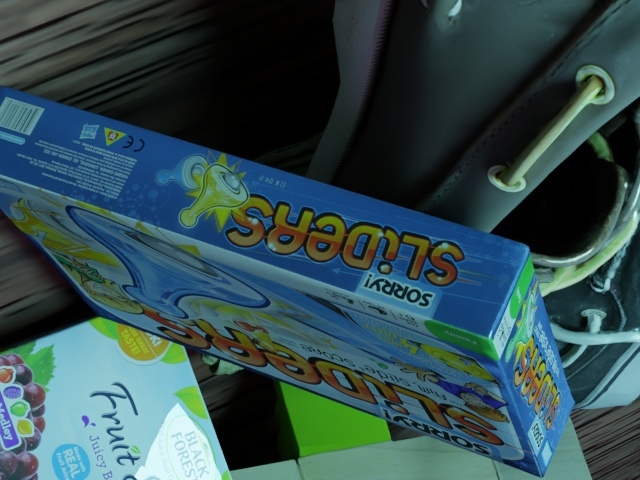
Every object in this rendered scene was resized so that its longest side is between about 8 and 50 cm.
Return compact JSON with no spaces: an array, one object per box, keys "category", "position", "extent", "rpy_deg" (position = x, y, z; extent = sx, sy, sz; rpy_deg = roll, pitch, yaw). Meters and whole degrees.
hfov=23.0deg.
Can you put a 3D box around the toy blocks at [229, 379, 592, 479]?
[{"category":"toy blocks","position":[-0.024,0.208,0.835],"extent":[0.381,0.191,0.261],"rpy_deg":[-8,153,-17]}]

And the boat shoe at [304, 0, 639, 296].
[{"category":"boat shoe","position":[0.065,-0.031,0.558],"extent":[0.116,0.097,0.324],"rpy_deg":[-37,164,-17]}]

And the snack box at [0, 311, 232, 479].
[{"category":"snack box","position":[-0.091,0.105,0.669],"extent":[0.100,0.141,0.037],"rpy_deg":[-21,-176,-21]}]

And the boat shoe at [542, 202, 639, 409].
[{"category":"boat shoe","position":[0.117,0.003,0.748],"extent":[0.105,0.113,0.306],"rpy_deg":[-8,158,-8]}]

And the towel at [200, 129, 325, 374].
[{"category":"towel","position":[0.000,0.000,0.709],"extent":[0.110,0.027,0.148],"rpy_deg":[-17,146,-26]}]

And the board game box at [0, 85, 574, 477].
[{"category":"board game box","position":[-0.015,0.016,0.564],"extent":[0.035,0.201,0.136],"rpy_deg":[-64,155,-18]}]
